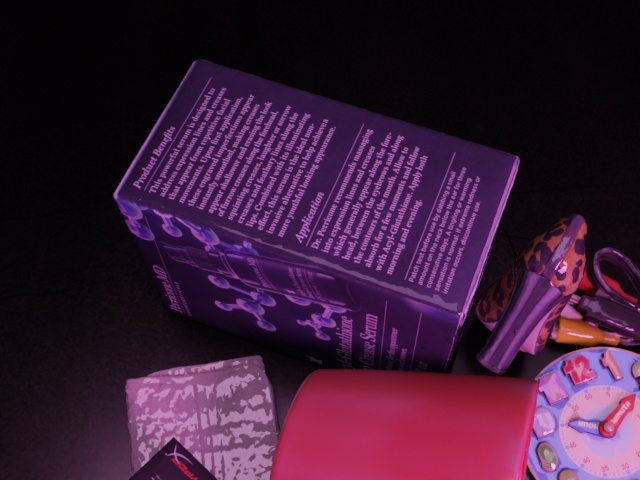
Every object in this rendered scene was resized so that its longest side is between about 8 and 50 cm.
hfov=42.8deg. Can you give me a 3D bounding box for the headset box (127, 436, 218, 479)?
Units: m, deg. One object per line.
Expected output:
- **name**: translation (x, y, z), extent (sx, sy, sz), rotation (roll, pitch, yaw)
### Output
- **headset box**: translation (-0.178, 0.385, 0.816), extent (0.218, 0.110, 0.293), rotation (38, 62, 19)

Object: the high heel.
- **high heel**: translation (0.259, 0.041, 0.956), extent (0.093, 0.261, 0.186), rotation (31, 107, 10)

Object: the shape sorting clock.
- **shape sorting clock**: translation (0.342, 0.227, 0.975), extent (0.206, 0.040, 0.206), rotation (-6, 64, 12)

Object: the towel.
- **towel**: translation (-0.135, 0.282, 0.976), extent (0.187, 0.049, 0.282), rotation (-8, 62, -1)

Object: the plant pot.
- **plant pot**: translation (0.090, 0.258, 0.875), extent (0.243, 0.275, 0.275), rotation (9, 61, 18)

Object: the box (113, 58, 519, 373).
- **box**: translation (0.000, 0.000, 0.986), extent (0.395, 0.293, 0.212), rotation (19, 63, 13)

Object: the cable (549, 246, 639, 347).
- **cable**: translation (0.421, 0.111, 1.049), extent (0.287, 0.072, 0.139), rotation (26, 75, 6)
